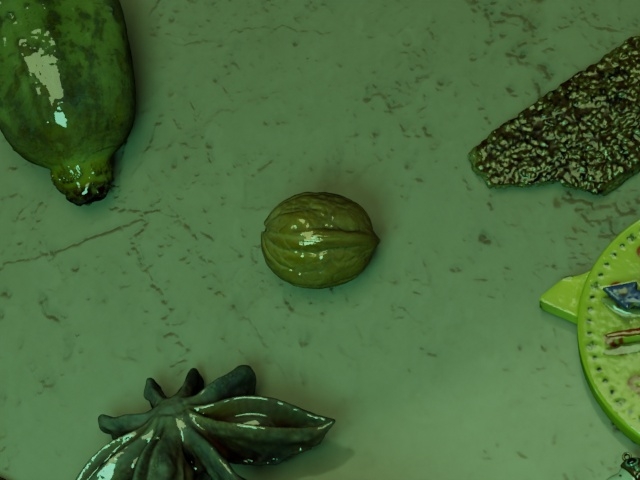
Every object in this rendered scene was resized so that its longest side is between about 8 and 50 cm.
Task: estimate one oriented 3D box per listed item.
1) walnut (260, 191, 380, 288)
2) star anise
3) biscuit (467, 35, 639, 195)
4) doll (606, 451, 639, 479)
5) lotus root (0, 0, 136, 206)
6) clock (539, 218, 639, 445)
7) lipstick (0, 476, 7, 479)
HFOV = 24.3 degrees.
[{"bbox_3d":[0.000,0.000,1.544,0.125,0.105,0.105,5,68,-4],"label":"walnut"},{"bbox_3d":[-0.139,0.219,1.473,0.257,0.110,0.198,-38,40,-23],"label":"star anise"},{"bbox_3d":[0.284,-0.112,1.573,0.237,0.026,0.131,-34,64,-5],"label":"biscuit"},{"bbox_3d":[0.307,0.246,1.416,0.058,0.040,0.085,-48,63,4],"label":"doll"},{"bbox_3d":[-0.288,-0.190,1.652,0.173,0.173,0.309,-19,73,3],"label":"lotus root"},{"bbox_3d":[0.388,0.082,1.449,0.277,0.071,0.293,-44,67,-9],"label":"clock"},{"bbox_3d":[-0.366,0.245,1.552,0.177,0.027,0.027,21,73,16],"label":"lipstick"}]
